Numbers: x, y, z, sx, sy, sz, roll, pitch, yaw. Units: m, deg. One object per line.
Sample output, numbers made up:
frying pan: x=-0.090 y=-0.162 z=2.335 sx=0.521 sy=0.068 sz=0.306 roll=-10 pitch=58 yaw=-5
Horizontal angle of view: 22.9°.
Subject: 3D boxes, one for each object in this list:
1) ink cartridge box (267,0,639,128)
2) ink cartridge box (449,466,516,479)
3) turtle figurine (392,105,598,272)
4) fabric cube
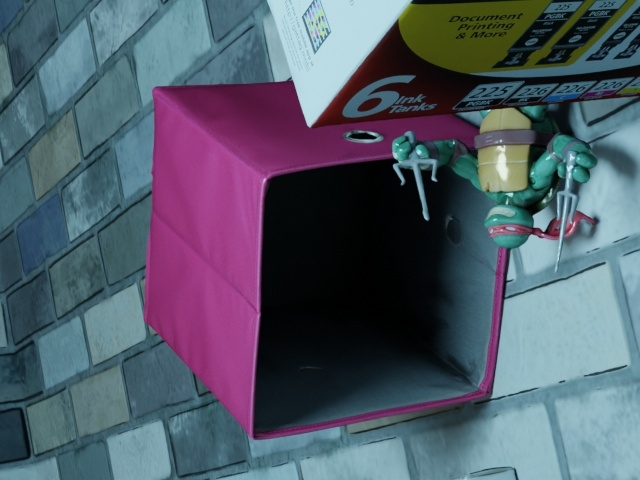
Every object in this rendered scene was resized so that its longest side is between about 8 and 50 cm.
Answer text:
ink cartridge box: x=0.158 y=-0.203 z=1.062 sx=0.272 sy=0.309 sz=0.130 roll=-48 pitch=55 yaw=56
ink cartridge box: x=0.157 y=0.408 z=1.483 sx=0.176 sy=0.069 sz=0.371 roll=-32 pitch=66 yaw=60
turtle figurine: x=0.150 y=-0.082 z=1.306 sx=0.175 sy=0.118 sz=0.234 roll=-3 pitch=79 yaw=22
fabric cube: x=0.000 y=0.000 z=1.479 sx=0.258 sy=0.254 sz=0.259 roll=40 pitch=131 yaw=55
